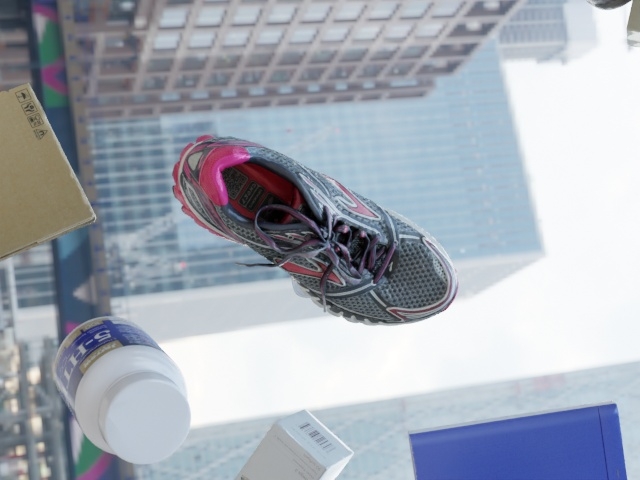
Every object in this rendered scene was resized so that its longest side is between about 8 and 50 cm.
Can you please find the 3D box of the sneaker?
[{"bbox_3d":[0.000,0.000,1.056,0.121,0.299,0.112,-66,-164,-4],"label":"sneaker"}]

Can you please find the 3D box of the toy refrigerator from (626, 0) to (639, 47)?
[{"bbox_3d":[0.599,-0.327,1.655,0.094,0.269,0.102,26,75,-72],"label":"toy refrigerator"}]

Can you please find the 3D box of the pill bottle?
[{"bbox_3d":[-0.195,0.150,1.116,0.187,0.112,0.112,-156,-119,-64],"label":"pill bottle"}]

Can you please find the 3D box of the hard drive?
[{"bbox_3d":[0.307,0.373,1.713,0.040,0.319,0.210,-90,171,-85],"label":"hard drive"}]

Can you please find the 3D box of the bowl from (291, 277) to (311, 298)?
[{"bbox_3d":[0.024,0.024,1.776,0.053,0.142,0.142,52,33,-74],"label":"bowl"}]

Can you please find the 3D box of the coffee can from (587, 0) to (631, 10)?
[{"bbox_3d":[0.324,-0.462,1.509,0.201,0.275,0.201,-49,-152,38],"label":"coffee can"}]

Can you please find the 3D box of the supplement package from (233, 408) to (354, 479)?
[{"bbox_3d":[-0.055,0.354,1.643,0.105,0.105,0.179,39,-73,17],"label":"supplement package"}]

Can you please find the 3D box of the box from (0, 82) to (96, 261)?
[{"bbox_3d":[-0.398,-0.081,1.393,0.201,0.164,0.021,62,-18,10],"label":"box"}]
